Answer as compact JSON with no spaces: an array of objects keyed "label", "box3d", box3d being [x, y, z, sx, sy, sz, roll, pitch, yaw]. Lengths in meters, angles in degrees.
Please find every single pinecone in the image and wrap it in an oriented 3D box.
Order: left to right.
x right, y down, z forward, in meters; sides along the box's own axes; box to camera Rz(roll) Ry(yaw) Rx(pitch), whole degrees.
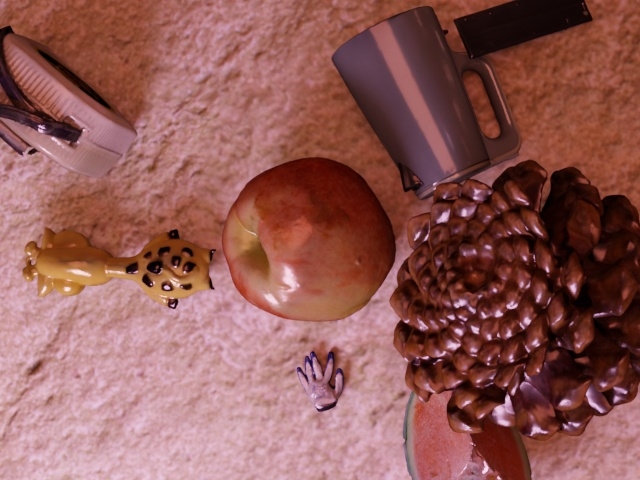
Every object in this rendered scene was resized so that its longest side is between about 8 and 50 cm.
[{"label":"pinecone","box3d":[0.301,0.085,1.547,0.384,0.384,0.384,-1,84,10]}]

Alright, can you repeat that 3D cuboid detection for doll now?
[{"label":"doll","box3d":[-0.298,0.040,1.763,0.291,0.086,0.117,1,80,8]}]

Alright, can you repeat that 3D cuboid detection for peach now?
[{"label":"peach","box3d":[0.000,0.000,1.654,0.232,0.257,0.232,11,105,50]}]

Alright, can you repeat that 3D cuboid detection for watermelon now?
[{"label":"watermelon","box3d":[0.183,0.283,1.656,0.146,0.128,0.231,-38,58,31]}]

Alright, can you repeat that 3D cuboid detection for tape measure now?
[{"label":"tape measure","box3d":[-0.420,-0.209,1.735,0.271,0.231,0.133,43,95,11]}]

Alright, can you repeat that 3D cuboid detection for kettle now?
[{"label":"kettle","box3d":[0.161,-0.196,1.691,0.211,0.160,0.243,-25,86,-23]}]

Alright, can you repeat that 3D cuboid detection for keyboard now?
[{"label":"keyboard","box3d":[0.290,-0.313,1.694,0.202,0.011,0.067,-20,79,-16]}]

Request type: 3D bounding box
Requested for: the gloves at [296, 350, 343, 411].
[{"label":"gloves","box3d":[0.004,0.201,1.724,0.064,0.026,0.086,-24,76,5]}]
